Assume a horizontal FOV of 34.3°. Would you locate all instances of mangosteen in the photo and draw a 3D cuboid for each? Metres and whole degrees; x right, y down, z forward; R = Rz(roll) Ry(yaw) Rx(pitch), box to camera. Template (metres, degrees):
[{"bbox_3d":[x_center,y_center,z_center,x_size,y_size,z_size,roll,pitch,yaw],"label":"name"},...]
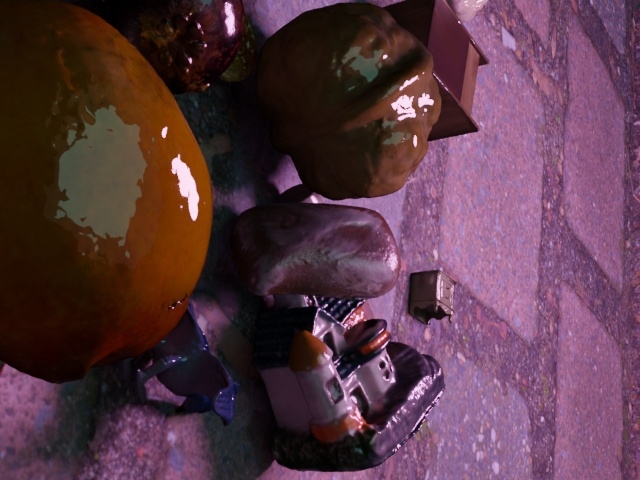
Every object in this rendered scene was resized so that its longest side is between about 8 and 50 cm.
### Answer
[{"bbox_3d":[-0.193,-0.293,1.307,0.192,0.192,0.217,53,12,-38],"label":"mangosteen"}]

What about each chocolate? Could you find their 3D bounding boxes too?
[{"bbox_3d":[0.001,0.000,1.487,0.254,0.080,0.157,2,48,-24],"label":"chocolate"}]

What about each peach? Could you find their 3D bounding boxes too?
[{"bbox_3d":[-0.257,-0.046,1.008,0.372,0.290,0.372,155,-90,-86],"label":"peach"}]

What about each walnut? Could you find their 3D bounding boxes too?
[{"bbox_3d":[0.043,-0.208,1.557,0.277,0.253,0.282,-47,138,-51],"label":"walnut"}]

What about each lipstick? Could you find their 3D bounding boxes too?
[{"bbox_3d":[0.009,0.033,1.640,0.070,0.070,0.254,-56,130,-47],"label":"lipstick"}]

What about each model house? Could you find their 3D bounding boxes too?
[{"bbox_3d":[0.018,0.150,1.517,0.271,0.190,0.300,-36,109,-45],"label":"model house"}]

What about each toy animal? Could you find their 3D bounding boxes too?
[{"bbox_3d":[-0.163,0.138,1.276,0.176,0.255,0.239,-9,50,-35],"label":"toy animal"}]

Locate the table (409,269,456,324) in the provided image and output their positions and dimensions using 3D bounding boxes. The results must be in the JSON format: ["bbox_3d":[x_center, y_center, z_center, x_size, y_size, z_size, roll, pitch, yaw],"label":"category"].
[{"bbox_3d":[0.214,0.108,1.962,0.079,0.062,0.083,34,56,-50],"label":"table"}]

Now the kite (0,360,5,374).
[{"bbox_3d":[-0.382,0.123,1.043,0.321,0.016,0.233,-13,94,-58],"label":"kite"}]

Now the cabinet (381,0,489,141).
[{"bbox_3d":[0.197,-0.318,1.949,0.215,0.148,0.174,40,51,-43],"label":"cabinet"}]

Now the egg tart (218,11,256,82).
[{"bbox_3d":[-0.141,-0.288,1.486,0.130,0.052,0.130,14,73,-57],"label":"egg tart"}]

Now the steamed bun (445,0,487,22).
[{"bbox_3d":[0.280,-0.607,2.082,0.268,0.207,0.280,-55,164,3],"label":"steamed bun"}]
